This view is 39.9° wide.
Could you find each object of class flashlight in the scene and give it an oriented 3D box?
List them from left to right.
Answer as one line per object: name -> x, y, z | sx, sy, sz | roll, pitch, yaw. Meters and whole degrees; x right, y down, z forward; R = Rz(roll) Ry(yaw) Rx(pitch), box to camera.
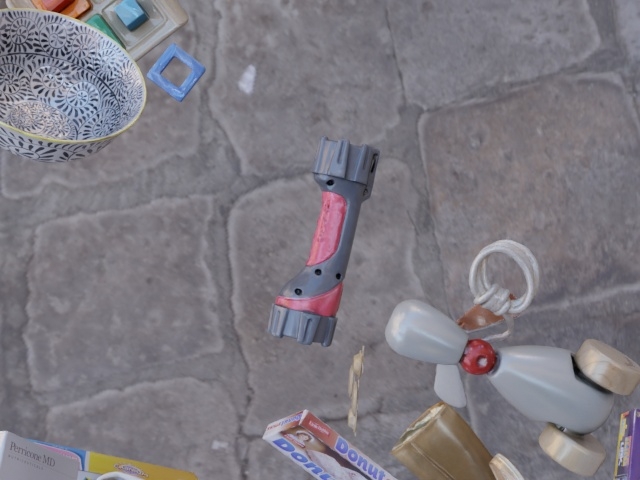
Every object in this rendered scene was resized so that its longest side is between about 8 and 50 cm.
flashlight -> 0.000, 0.000, 1.307 | 0.103, 0.103, 0.303 | 12, 90, 22

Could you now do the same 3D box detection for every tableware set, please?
tableware set -> 0.068, 0.288, 1.699 | 0.020, 0.168, 0.141 | 5, 57, -2

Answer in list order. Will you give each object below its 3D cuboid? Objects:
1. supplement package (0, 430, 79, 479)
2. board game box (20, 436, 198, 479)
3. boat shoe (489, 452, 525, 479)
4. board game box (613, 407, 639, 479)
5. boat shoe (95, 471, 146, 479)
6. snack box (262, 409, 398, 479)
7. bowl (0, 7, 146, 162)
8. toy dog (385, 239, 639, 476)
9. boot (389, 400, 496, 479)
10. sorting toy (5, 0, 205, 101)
supplement package -> -0.294, 0.271, 0.767 | 0.105, 0.105, 0.179 | -13, 57, 22
board game box -> -0.378, 0.461, 1.411 | 0.242, 0.317, 0.064 | -65, 30, 7
boat shoe -> 0.305, 0.416, 1.374 | 0.059, 0.063, 0.170 | -25, 65, -10
board game box -> 0.522, 0.358, 1.339 | 0.141, 0.048, 0.170 | 19, 64, -6
boat shoe -> -0.164, 0.417, 1.217 | 0.367, 0.156, 0.136 | 25, 52, 19
snack box -> 0.027, 0.238, 0.912 | 0.064, 0.178, 0.022 | -31, 26, 44
bowl -> -0.250, -0.124, 0.796 | 0.170, 0.170, 0.080 | 60, 139, 27
toy dog -> 0.251, 0.154, 1.149 | 0.220, 0.161, 0.333 | -44, 97, 7
boot -> 0.221, 0.445, 1.522 | 0.236, 0.089, 0.269 | -44, 95, 3
sorting toy -> -0.315, -0.328, 1.238 | 0.196, 0.047, 0.347 | -38, 92, -4
